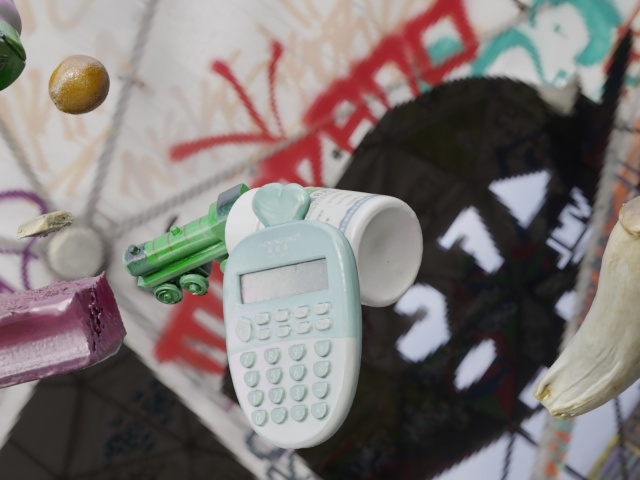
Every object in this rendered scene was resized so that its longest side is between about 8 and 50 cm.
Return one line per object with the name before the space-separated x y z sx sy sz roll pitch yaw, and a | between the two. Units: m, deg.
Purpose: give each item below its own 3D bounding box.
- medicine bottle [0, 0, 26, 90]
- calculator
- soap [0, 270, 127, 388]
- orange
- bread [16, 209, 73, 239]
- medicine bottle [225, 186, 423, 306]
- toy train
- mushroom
medicine bottle | -0.491 -0.328 1.929 0.133 0.274 0.133 -19 -35 -14
calculator | -0.031 0.080 1.537 0.042 0.184 0.295 9 -106 -50
soap | -0.444 0.139 1.977 0.325 0.127 0.220 -12 4 11
orange | -0.319 -0.205 1.847 0.085 0.085 0.085 -51 -13 -17
bread | -0.450 -0.025 2.289 0.070 0.035 0.083 -18 -1 22
medicine bottle | 0.000 0.000 1.746 0.139 0.237 0.139 -11 -74 -43
toy train | -0.170 0.010 2.010 0.251 0.119 0.085 -23 44 25
mushroom | 0.361 0.085 1.687 0.095 0.123 0.351 -101 23 -50
